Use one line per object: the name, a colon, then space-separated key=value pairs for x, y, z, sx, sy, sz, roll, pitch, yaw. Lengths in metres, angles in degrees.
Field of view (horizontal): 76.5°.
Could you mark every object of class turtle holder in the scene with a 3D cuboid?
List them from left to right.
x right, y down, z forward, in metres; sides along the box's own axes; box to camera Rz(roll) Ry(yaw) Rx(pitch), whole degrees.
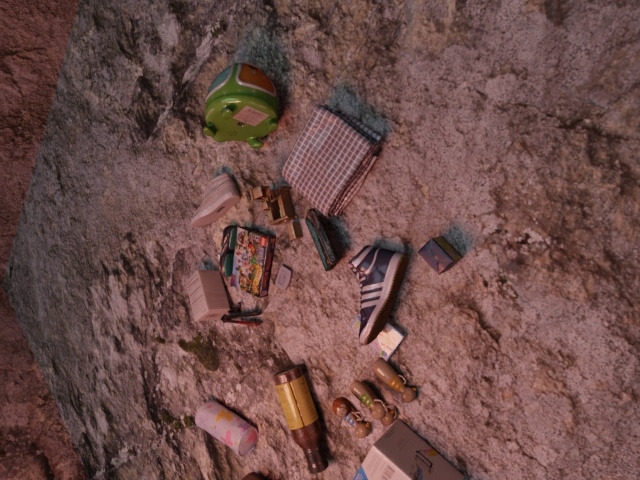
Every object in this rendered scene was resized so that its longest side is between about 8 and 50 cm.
turtle holder: x=-0.270 y=-0.453 z=1.389 sx=0.320 sy=0.243 sz=0.227 roll=131 pitch=139 yaw=-71

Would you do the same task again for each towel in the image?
towel: x=0.028 y=-0.245 z=1.237 sx=0.235 sy=0.121 sz=0.284 roll=43 pitch=117 yaw=23

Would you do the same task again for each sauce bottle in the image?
sauce bottle: x=-0.063 y=0.609 z=1.387 sx=0.111 sy=0.111 sz=0.344 roll=-24 pitch=79 yaw=34

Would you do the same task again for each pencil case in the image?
pencil case: x=-0.379 y=0.748 z=1.623 sx=0.273 sy=0.113 sz=0.124 roll=13 pitch=111 yaw=34

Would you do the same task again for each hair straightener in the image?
hair straightener: x=-0.317 y=0.283 z=1.587 sx=0.230 sy=0.047 sz=0.089 roll=-6 pitch=74 yaw=41

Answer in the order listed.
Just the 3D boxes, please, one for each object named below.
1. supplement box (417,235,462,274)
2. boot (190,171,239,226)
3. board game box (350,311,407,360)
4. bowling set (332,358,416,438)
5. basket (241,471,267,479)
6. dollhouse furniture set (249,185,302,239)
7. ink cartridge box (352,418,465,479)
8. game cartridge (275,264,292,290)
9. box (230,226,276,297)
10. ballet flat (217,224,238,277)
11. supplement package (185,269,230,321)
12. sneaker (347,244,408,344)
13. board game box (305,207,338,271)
supplement box: x=0.318 y=0.038 z=1.079 sx=0.083 sy=0.083 sz=0.056 roll=51 pitch=120 yaw=20
boot: x=-0.425 y=-0.160 z=1.594 sx=0.258 sy=0.095 sz=0.123 roll=-30 pitch=71 yaw=25
board game box: x=0.175 y=0.275 z=1.239 sx=0.154 sy=0.026 sz=0.103 roll=41 pitch=115 yaw=25
bowling set: x=0.127 y=0.510 z=1.198 sx=0.154 sy=0.200 sz=0.287 roll=42 pitch=120 yaw=23
basket: x=-0.206 y=0.987 z=1.505 sx=0.227 sy=0.154 sz=0.204 roll=22 pitch=106 yaw=36
dollhouse furniture set: x=-0.166 y=-0.080 z=1.364 sx=0.101 sy=0.161 sz=0.182 roll=-18 pitch=83 yaw=35
ink cartridge box: x=0.244 y=0.674 z=1.140 sx=0.232 sy=0.168 sz=0.171 roll=34 pitch=113 yaw=28
game cartridge: x=-0.129 y=0.135 z=1.448 sx=0.056 sy=0.017 sz=0.083 roll=32 pitch=112 yaw=33
box: x=-0.253 y=0.078 z=1.512 sx=0.159 sy=0.044 sz=0.233 roll=17 pitch=104 yaw=33
ballet flat: x=-0.361 y=0.039 z=1.571 sx=0.074 sy=0.074 sz=0.203 roll=12 pitch=95 yaw=34
supplement package: x=-0.448 y=0.216 z=1.608 sx=0.105 sy=0.105 sz=0.179 roll=-39 pitch=60 yaw=33
sneaker: x=0.137 y=0.150 z=1.194 sx=0.153 sy=0.099 sz=0.282 roll=22 pitch=92 yaw=29
board game box: x=0.000 y=0.000 z=1.289 sx=0.126 sy=0.026 sz=0.186 roll=111 pitch=136 yaw=-74
